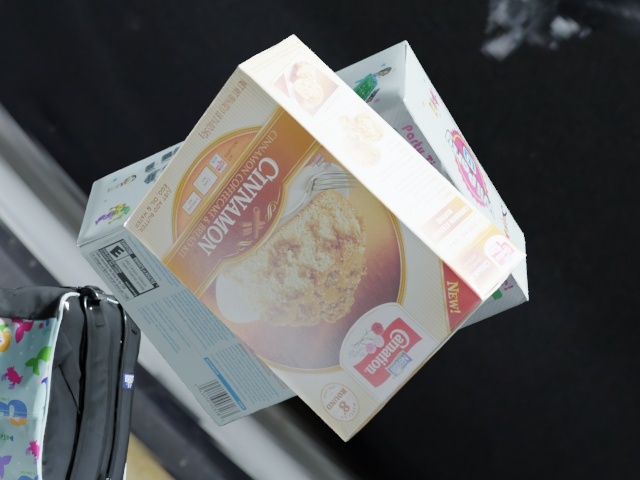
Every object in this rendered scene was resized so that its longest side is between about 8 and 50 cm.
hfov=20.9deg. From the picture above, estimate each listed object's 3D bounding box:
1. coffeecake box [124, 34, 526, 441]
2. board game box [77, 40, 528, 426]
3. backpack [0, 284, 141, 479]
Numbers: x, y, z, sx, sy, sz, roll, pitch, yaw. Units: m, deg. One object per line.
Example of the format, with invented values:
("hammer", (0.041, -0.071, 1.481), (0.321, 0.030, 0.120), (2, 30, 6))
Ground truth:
("coffeecake box", (0.000, 0.000, 1.000), (0.185, 0.068, 0.142), (44, -54, 5))
("board game box", (-0.011, 0.001, 1.439), (0.303, 0.097, 0.224), (-22, -57, 19))
("backpack", (-0.290, 0.180, 1.798), (0.191, 0.225, 0.253), (-4, -97, 18))
